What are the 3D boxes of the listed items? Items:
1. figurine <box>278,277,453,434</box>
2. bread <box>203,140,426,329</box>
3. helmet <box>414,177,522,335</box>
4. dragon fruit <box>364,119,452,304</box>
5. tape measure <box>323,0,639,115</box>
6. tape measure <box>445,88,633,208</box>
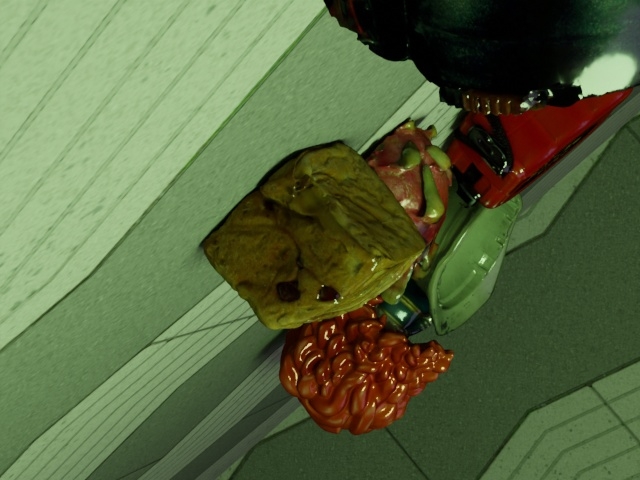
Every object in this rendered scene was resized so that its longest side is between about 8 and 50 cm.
[{"bbox_3d":[0.114,0.124,2.082,0.306,0.241,0.411,-14,-146,53],"label":"figurine"},{"bbox_3d":[0.000,0.000,1.228,0.149,0.143,0.158,-46,165,32],"label":"bread"},{"bbox_3d":[0.187,0.000,1.893,0.204,0.137,0.257,-29,143,-42],"label":"helmet"},{"bbox_3d":[0.083,-0.032,1.418,0.150,0.207,0.133,7,-174,37],"label":"dragon fruit"},{"bbox_3d":[0.138,-0.167,0.793,0.202,0.223,0.135,-33,130,-30],"label":"tape measure"},{"bbox_3d":[0.271,-0.147,1.662,0.253,0.114,0.260,-37,173,-17],"label":"tape measure"}]
